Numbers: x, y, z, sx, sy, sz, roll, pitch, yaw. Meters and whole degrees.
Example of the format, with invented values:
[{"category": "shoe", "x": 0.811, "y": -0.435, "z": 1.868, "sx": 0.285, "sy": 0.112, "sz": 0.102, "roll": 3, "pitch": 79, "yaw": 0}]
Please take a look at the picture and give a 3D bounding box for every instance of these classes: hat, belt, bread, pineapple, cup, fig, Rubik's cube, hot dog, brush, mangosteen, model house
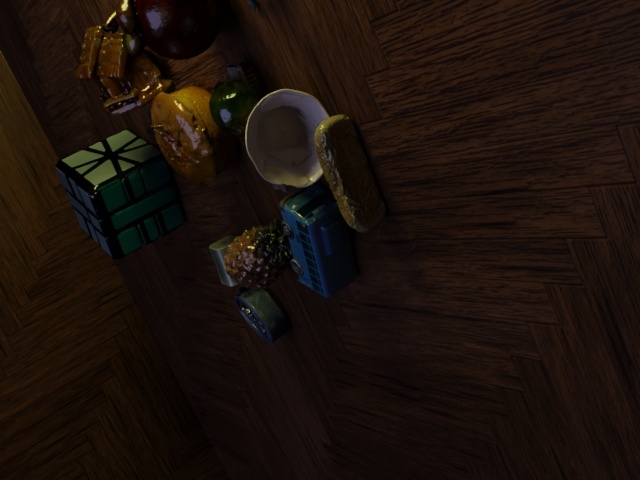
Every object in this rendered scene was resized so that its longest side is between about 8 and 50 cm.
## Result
[{"category": "hat", "x": -0.072, "y": -0.216, "z": 1.635, "sx": 0.126, "sy": 0.203, "sz": 0.203, "roll": -136, "pitch": 22, "yaw": -69}, {"category": "belt", "x": -0.175, "y": 0.213, "z": 2.354, "sx": 0.190, "sy": 0.082, "sz": 0.141, "roll": 46, "pitch": 155, "yaw": 23}, {"category": "bread", "x": -0.324, "y": -0.272, "z": 2.028, "sx": 0.268, "sy": 0.145, "sz": 0.268, "roll": 39, "pitch": 149, "yaw": 28}, {"category": "pineapple", "x": -0.123, "y": 0.012, "z": 1.985, "sx": 0.169, "sy": 0.169, "sz": 0.340, "roll": 57, "pitch": 146, "yaw": 4}, {"category": "cup", "x": -0.269, "y": 0.060, "z": 2.347, "sx": 0.128, "sy": 0.095, "sz": 0.129, "roll": 15, "pitch": 128, "yaw": 58}, {"category": "fig", "x": -0.199, "y": -0.299, "z": 1.715, "sx": 0.177, "sy": 0.117, "sz": 0.117, "roll": 41, "pitch": 149, "yaw": 38}, {"category": "Rubik's cube", "x": -0.647, "y": -0.155, "z": 2.572, "sx": 0.293, "sy": 0.288, "sz": 0.283, "roll": 29, "pitch": 141, "yaw": 43}, {"category": "hot dog", "x": 0.052, "y": -0.132, "z": 1.572, "sx": 0.073, "sy": 0.084, "sz": 0.242, "roll": 6, "pitch": 125, "yaw": 58}, {"category": "brush", "x": -0.132, "y": -0.259, "z": 1.807, "sx": 0.060, "sy": 0.050, "sz": 0.321, "roll": 18, "pitch": 135, "yaw": 50}, {"category": "mangosteen", "x": -0.339, "y": -0.485, "z": 1.690, "sx": 0.215, "sy": 0.257, "sz": 0.215, "roll": -21, "pitch": -90, "yaw": -90}, {"category": "model house", "x": -0.546, "y": -0.473, "z": 2.126, "sx": 0.229, "sy": 0.219, "sz": 0.199, "roll": 57, "pitch": 172, "yaw": -25}]

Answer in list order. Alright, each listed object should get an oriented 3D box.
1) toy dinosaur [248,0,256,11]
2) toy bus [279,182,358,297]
[{"category": "toy dinosaur", "x": -0.154, "y": -0.568, "z": 1.471, "sx": 0.144, "sy": 0.076, "sz": 0.329, "roll": -101, "pitch": -2, "yaw": -56}, {"category": "toy bus", "x": 0.000, "y": 0.000, "z": 1.776, "sx": 0.133, "sy": 0.116, "sz": 0.234, "roll": 31, "pitch": 145, "yaw": 43}]
